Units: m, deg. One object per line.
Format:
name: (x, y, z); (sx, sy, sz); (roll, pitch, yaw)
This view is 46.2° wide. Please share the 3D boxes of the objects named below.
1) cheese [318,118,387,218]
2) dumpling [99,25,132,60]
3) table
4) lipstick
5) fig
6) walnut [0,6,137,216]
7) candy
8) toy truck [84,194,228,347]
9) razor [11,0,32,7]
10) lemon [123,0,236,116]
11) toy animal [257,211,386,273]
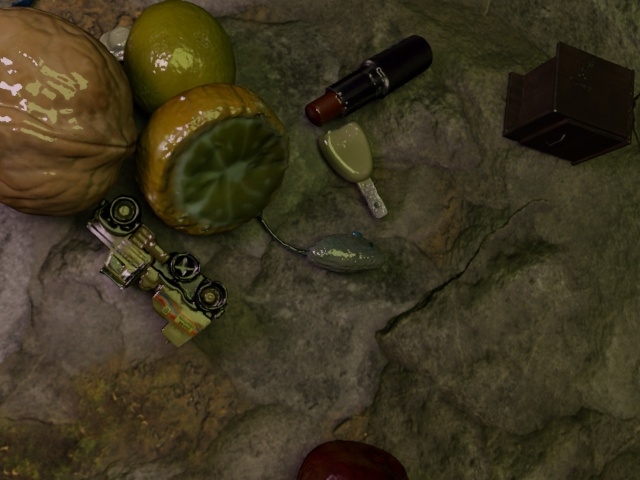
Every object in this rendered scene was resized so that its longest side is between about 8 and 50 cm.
cheese: (0.072, -0.129, 1.409); (0.097, 0.037, 0.192); (-28, 90, -24)
dumpling: (-0.345, -0.337, 1.274); (0.060, 0.043, 0.077); (4, 81, 0)
table: (0.511, -0.274, 1.552); (0.193, 0.169, 0.172); (15, 74, -20)
lipstick: (0.094, -0.301, 1.430); (0.300, 0.081, 0.081); (-37, 95, -26)
fig: (0.044, 0.472, 1.209); (0.191, 0.191, 0.290); (14, 74, -20)
walnut: (-0.416, -0.185, 1.087); (0.313, 0.252, 0.277); (22, 75, 7)
candy: (-0.171, -0.128, 1.202); (0.260, 0.259, 0.118); (-23, 46, -25)
toy truck: (-0.268, 0.043, 1.191); (0.127, 0.127, 0.257); (-43, 97, -9)
razor: (-0.435, -0.459, 1.256); (0.056, 0.093, 0.324); (16, 66, 18)
lemon: (-0.232, -0.297, 1.237); (0.184, 0.184, 0.248); (-5, 75, -24)
toy animal: (-0.006, 0.007, 1.344); (0.253, 0.070, 0.079); (18, 38, -7)
